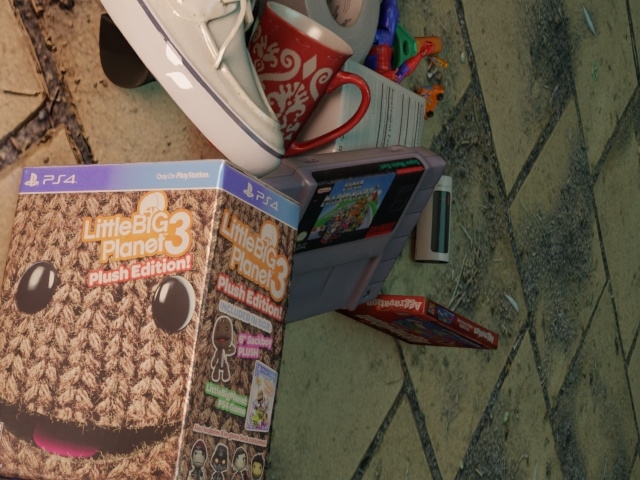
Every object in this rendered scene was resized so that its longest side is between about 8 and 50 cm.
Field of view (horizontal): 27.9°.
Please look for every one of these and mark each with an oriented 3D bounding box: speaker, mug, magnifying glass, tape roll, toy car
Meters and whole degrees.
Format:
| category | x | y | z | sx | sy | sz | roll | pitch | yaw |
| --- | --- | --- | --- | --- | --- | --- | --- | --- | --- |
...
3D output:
| category | x | y | z | sx | sy | sz | roll | pitch | yaw |
| --- | --- | --- | --- | --- | --- | --- | --- | --- | --- |
| speaker | 0.176 | -0.034 | 2.008 | 0.055 | 0.055 | 0.136 | 14 | 78 | -61 |
| mug | -0.039 | -0.159 | 1.454 | 0.169 | 0.150 | 0.113 | -58 | 158 | 17 |
| magnifying glass | 0.129 | -0.291 | 1.952 | 0.231 | 0.026 | 0.092 | -20 | 107 | -61 |
| tape roll | 0.000 | -0.329 | 1.662 | 0.219 | 0.072 | 0.219 | 2 | 87 | -62 |
| toy car | 0.169 | -0.244 | 2.033 | 0.040 | 0.060 | 0.122 | 25 | 37 | -13 |

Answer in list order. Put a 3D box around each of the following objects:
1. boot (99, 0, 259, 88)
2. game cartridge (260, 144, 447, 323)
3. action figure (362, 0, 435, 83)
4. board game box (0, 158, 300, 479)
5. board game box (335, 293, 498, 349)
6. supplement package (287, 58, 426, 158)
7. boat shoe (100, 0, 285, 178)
| category | x | y | z | sx | sy | sz | roll | pitch | yaw |
| --- | --- | --- | --- | --- | --- | --- | --- | --- | --- |
| boot | -0.134 | -0.277 | 1.377 | 0.229 | 0.091 | 0.263 | -22 | 133 | -61 |
| game cartridge | 0.000 | 0.000 | 1.509 | 0.355 | 0.068 | 0.230 | -12 | 139 | -52 |
| action figure | 0.102 | -0.294 | 1.784 | 0.091 | 0.139 | 0.281 | 3 | 89 | -36 |
| board game box | -0.166 | 0.086 | 1.184 | 0.141 | 0.232 | 0.291 | 30 | 63 | -58 |
| board game box | 0.138 | 0.117 | 1.841 | 0.281 | 0.145 | 0.027 | 27 | 69 | -58 |
| supplement package | 0.020 | -0.141 | 1.626 | 0.244 | 0.139 | 0.134 | 14 | 82 | -62 |
| boat shoe | -0.111 | -0.240 | 1.190 | 0.367 | 0.156 | 0.136 | 56 | 9 | 10 |
